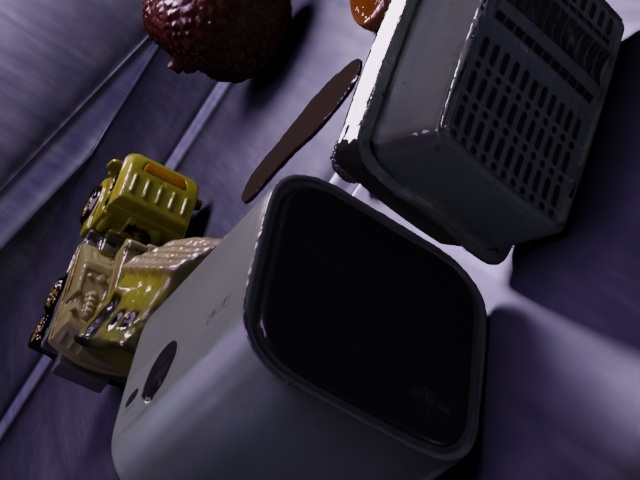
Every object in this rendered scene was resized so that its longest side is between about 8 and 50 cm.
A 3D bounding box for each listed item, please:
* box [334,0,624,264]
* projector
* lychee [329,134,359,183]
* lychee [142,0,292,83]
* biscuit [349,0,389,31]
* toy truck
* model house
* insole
[{"bbox_3d":[0.151,-0.144,1.306,0.166,0.220,0.290,-9,53,49],"label":"box"},{"bbox_3d":[-0.018,0.127,1.282,0.249,0.248,0.248,-44,24,39],"label":"projector"},{"bbox_3d":[0.048,-0.106,1.736,0.083,0.067,0.068,-6,82,40],"label":"lychee"},{"bbox_3d":[-0.184,-0.404,2.453,0.260,0.261,0.260,-50,21,28],"label":"lychee"},{"bbox_3d":[0.112,-0.408,2.062,0.192,0.036,0.186,-52,23,23],"label":"biscuit"},{"bbox_3d":[-0.331,0.046,2.310,0.254,0.181,0.405,-41,27,48],"label":"toy truck"},{"bbox_3d":[-0.190,0.098,1.915,0.234,0.175,0.193,-54,23,-19],"label":"model house"},{"bbox_3d":[-0.033,-0.168,2.127,0.328,0.007,0.111,-45,22,36],"label":"insole"}]
